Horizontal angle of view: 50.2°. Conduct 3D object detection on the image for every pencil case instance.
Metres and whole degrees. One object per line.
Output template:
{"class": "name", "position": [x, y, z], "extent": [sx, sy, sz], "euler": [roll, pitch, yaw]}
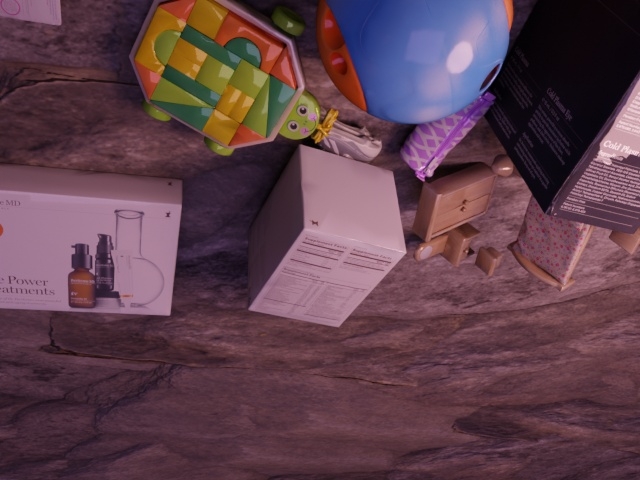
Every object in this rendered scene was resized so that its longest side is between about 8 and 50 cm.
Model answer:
{"class": "pencil case", "position": [0.229, -0.207, 1.253], "extent": [0.086, 0.088, 0.206], "euler": [25, 120, -20]}

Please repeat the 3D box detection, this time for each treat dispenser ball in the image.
{"class": "treat dispenser ball", "position": [0.136, -0.317, 1.010], "extent": [0.288, 0.288, 0.288], "euler": [-5, 130, -6]}

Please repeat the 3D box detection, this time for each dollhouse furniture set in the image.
{"class": "dollhouse furniture set", "position": [0.354, 0.020, 1.267], "extent": [0.173, 0.355, 0.303], "euler": [-22, 138, -30]}

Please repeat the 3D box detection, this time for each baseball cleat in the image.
{"class": "baseball cleat", "position": [0.010, -0.180, 1.246], "extent": [0.205, 0.072, 0.109], "euler": [21, 129, -22]}

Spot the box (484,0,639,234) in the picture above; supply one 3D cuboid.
{"class": "box", "position": [0.449, -0.243, 1.097], "extent": [0.178, 0.343, 0.313], "euler": [10, 128, -17]}

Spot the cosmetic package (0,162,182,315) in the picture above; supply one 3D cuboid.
{"class": "cosmetic package", "position": [-0.463, 0.005, 1.296], "extent": [0.377, 0.097, 0.285], "euler": [4, 126, -14]}

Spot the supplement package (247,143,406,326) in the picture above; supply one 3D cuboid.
{"class": "supplement package", "position": [0.000, 0.000, 1.275], "extent": [0.198, 0.199, 0.263], "euler": [14, 139, -21]}

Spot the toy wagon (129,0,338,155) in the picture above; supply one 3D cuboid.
{"class": "toy wagon", "position": [-0.128, -0.262, 1.112], "extent": [0.344, 0.068, 0.267], "euler": [30, 120, -11]}

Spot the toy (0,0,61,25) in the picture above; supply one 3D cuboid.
{"class": "toy", "position": [-0.491, -0.400, 0.974], "extent": [0.237, 0.056, 0.137], "euler": [6, 132, -9]}
